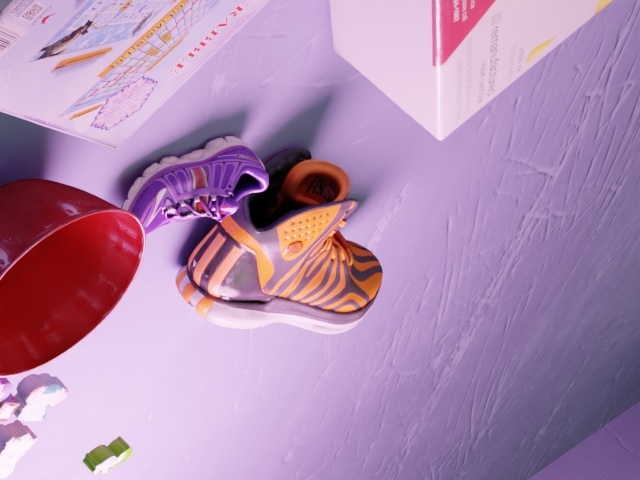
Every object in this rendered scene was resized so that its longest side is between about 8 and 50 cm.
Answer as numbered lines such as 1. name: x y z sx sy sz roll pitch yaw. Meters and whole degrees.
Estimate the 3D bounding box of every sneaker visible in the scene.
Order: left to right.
1. sneaker: -0.117 -0.044 1.449 0.170 0.071 0.068 -30 152 -33
2. sneaker: 0.000 0.000 1.652 0.321 0.124 0.180 -5 135 -57

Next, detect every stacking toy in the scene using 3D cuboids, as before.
1. stacking toy: -0.270 0.132 1.347 0.052 0.167 0.221 -51 156 11

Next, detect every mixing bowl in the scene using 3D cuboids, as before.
1. mixing bowl: -0.246 0.015 1.286 0.181 0.098 0.181 -38 156 -20

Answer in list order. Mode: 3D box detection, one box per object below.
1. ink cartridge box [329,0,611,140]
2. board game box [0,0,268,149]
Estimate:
1. ink cartridge box: 0.196 -0.319 1.426 0.385 0.160 0.279 -40 155 -16
2. board game box: -0.112 -0.211 1.089 0.319 0.066 0.318 -43 168 7
